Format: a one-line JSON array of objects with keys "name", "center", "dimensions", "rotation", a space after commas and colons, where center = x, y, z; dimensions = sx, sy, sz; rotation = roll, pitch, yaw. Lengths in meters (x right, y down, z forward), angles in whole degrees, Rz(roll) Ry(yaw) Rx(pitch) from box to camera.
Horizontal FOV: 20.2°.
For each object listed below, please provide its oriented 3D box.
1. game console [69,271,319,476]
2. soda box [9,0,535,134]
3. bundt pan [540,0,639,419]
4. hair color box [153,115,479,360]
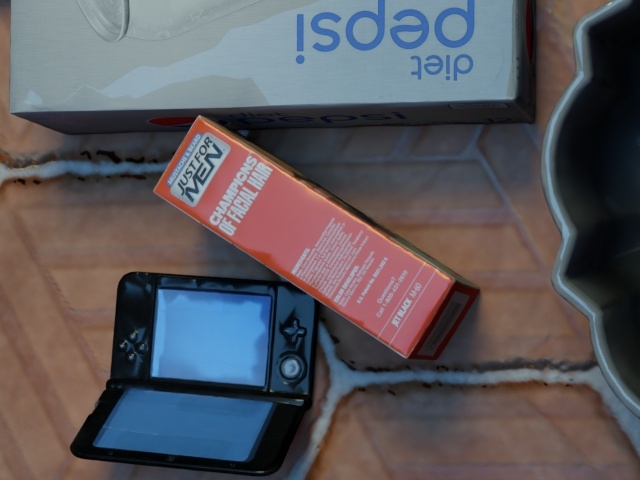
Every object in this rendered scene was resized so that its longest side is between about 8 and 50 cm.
[{"name": "game console", "center": [-0.070, 0.072, 1.010], "dimensions": [0.122, 0.071, 0.107], "rotation": [4, 88, 14]}, {"name": "soda box", "center": [-0.026, -0.114, 1.000], "dimensions": [0.286, 0.091, 0.098], "rotation": [0, 86, 14]}, {"name": "bundt pan", "center": [0.281, -0.031, 0.891], "dimensions": [0.331, 0.124, 0.330], "rotation": [1, 94, 16]}, {"name": "hair color box", "center": [0.000, 0.000, 0.986], "dimensions": [0.167, 0.093, 0.053], "rotation": [32, 94, 13]}]
